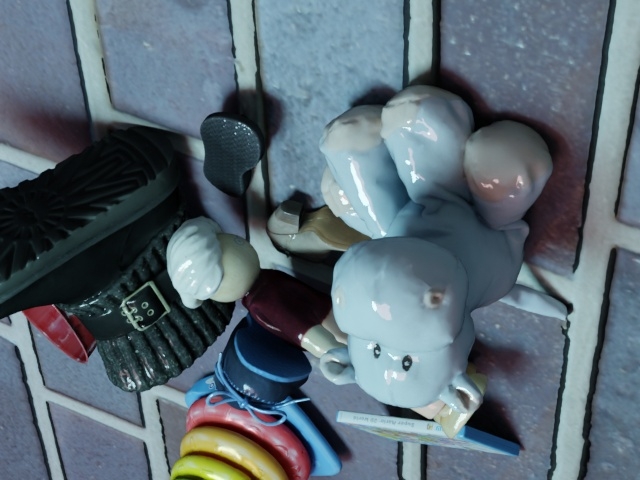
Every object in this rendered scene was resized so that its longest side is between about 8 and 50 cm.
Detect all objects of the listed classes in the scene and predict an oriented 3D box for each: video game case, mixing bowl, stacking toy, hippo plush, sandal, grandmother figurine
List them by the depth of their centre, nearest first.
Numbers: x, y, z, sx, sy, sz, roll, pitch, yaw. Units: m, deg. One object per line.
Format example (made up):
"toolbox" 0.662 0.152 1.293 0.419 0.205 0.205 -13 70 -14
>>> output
"hippo plush" 0.071 0.028 1.753 0.234 0.236 0.294 17 144 22
"sandal" -0.084 -0.094 1.913 0.067 0.040 0.179 36 162 4
"grandmother figurine" -0.002 0.080 1.976 0.342 0.104 0.208 29 175 -9
"video game case" 0.117 0.209 2.108 0.166 0.015 0.119 3 166 37
"mixing bowl" -0.287 0.039 2.169 0.181 0.098 0.181 43 163 17
"stacking toy" -0.129 0.313 2.233 0.175 0.302 0.165 -6 131 45

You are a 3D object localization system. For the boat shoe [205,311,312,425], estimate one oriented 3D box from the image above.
"boat shoe" -0.062 0.146 2.042 0.109 0.089 0.258 30 -175 1

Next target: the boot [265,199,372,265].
"boot" 0.000 0.000 1.963 0.118 0.042 0.087 25 153 12

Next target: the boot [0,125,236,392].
"boot" -0.260 0.063 2.009 0.131 0.348 0.260 51 162 43
